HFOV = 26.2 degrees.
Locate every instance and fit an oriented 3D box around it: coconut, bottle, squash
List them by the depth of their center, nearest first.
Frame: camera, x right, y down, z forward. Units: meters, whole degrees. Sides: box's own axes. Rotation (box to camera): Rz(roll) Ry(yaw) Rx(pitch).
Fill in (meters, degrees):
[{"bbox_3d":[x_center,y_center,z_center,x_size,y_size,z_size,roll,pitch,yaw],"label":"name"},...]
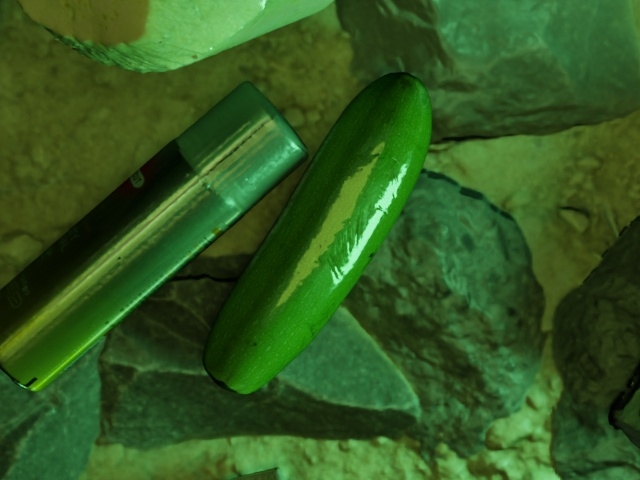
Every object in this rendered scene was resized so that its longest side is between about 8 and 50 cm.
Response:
[{"bbox_3d":[-0.094,-0.246,0.956,0.239,0.244,0.239,15,119,28],"label":"coconut"},{"bbox_3d":[-0.138,-0.003,1.059,0.286,0.082,0.082,-40,99,2],"label":"bottle"},{"bbox_3d":[0.001,0.000,1.070,0.082,0.082,0.292,32,95,-8],"label":"squash"}]

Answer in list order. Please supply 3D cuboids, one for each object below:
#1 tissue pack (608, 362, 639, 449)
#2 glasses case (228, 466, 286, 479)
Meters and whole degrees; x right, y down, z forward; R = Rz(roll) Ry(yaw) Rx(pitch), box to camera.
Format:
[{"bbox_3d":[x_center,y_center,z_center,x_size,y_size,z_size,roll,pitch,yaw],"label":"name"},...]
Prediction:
[{"bbox_3d":[0.455,0.131,1.106,0.361,0.122,0.259,27,98,-9],"label":"tissue pack"},{"bbox_3d":[-0.012,0.333,1.118,0.128,0.083,0.308,-33,100,2],"label":"glasses case"}]
